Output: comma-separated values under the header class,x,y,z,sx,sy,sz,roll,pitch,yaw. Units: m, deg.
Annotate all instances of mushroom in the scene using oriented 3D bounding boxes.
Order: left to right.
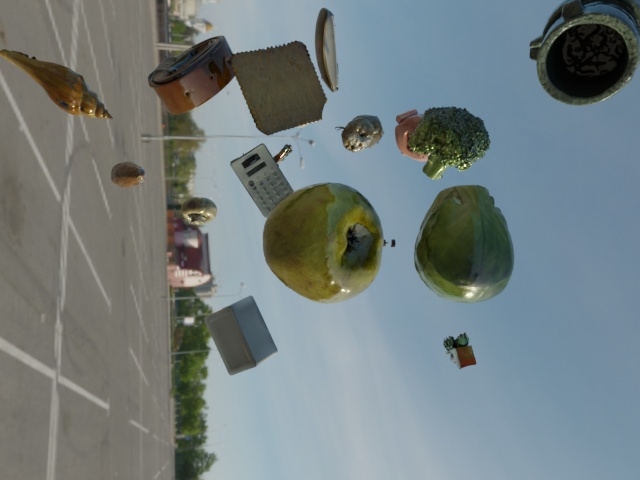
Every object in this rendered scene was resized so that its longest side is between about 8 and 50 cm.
class,x,y,z,sx,sy,sz,roll,pitch,yaw
mushroom,-0.564,-0.133,2.279,0.166,0.166,0.127,138,-44,-69

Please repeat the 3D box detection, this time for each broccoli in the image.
class,x,y,z,sx,sy,sz,roll,pitch,yaw
broccoli,0.427,-0.345,1.658,0.260,0.288,0.235,-28,-79,33

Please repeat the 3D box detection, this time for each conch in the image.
class,x,y,z,sx,sy,sz,roll,pitch,yaw
conch,-0.740,-0.430,1.368,0.109,0.330,0.093,-41,-152,48

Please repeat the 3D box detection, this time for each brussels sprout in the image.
class,x,y,z,sx,sy,sz,roll,pitch,yaw
brussels sprout,0.321,0.010,1.104,0.210,0.219,0.271,-150,-124,-77

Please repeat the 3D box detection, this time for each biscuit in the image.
class,x,y,z,sx,sy,sz,roll,pitch,yaw
biscuit,-0.102,-0.411,1.308,0.236,0.232,0.013,68,-24,1

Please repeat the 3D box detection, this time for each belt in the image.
class,x,y,z,sx,sy,sz,roll,pitch,yaw
belt,-0.332,-0.445,1.297,0.184,0.261,0.105,11,-37,36

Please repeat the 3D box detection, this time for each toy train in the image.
class,x,y,z,sx,sy,sz,roll,pitch,yaw
toy train,-0.168,-0.384,2.158,0.044,0.064,0.103,48,-62,3
toy train,0.474,0.384,1.682,0.176,0.074,0.118,87,-7,-71

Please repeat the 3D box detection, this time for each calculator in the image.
class,x,y,z,sx,sy,sz,roll,pitch,yaw
calculator,-0.219,-0.234,1.899,0.261,0.161,0.021,57,1,-15

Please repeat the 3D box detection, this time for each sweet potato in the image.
class,x,y,z,sx,sy,sz,roll,pitch,yaw
sweet potato,-0.676,-0.234,1.736,0.252,0.097,0.097,8,-80,49

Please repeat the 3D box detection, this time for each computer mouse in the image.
class,x,y,z,sx,sy,sz,roll,pitch,yaw
computer mouse,0.020,-0.734,1.902,0.158,0.072,0.310,-111,-168,-56

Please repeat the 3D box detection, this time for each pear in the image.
class,x,y,z,sx,sy,sz,roll,pitch,yaw
pear,0.000,0.000,1.203,0.304,0.304,0.303,179,-90,-74

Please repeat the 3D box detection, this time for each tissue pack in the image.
class,x,y,z,sx,sy,sz,roll,pitch,yaw
tissue pack,-0.301,0.358,1.842,0.159,0.136,0.246,-26,-92,31

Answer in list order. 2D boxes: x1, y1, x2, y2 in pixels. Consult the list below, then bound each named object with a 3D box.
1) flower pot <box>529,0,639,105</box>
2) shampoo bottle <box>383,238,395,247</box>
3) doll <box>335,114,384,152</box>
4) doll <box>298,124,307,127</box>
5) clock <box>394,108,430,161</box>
class,x,y,z,sx,sy,sz,roll,pitch,yaw
flower pot,0.724,-0.535,1.344,0.283,0.299,0.299,-47,162,-41
shampoo bottle,0.172,0.009,1.894,0.068,0.236,0.067,-91,-177,-57
doll,0.144,-0.343,1.544,0.115,0.221,0.105,47,-52,15
doll,-0.119,-0.581,2.222,0.287,0.151,0.151,-4,93,-72
clock,0.457,-0.471,2.276,0.241,0.142,0.227,47,-22,53
